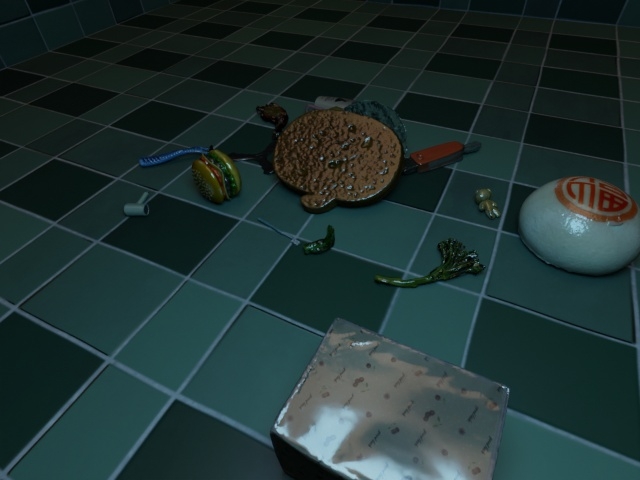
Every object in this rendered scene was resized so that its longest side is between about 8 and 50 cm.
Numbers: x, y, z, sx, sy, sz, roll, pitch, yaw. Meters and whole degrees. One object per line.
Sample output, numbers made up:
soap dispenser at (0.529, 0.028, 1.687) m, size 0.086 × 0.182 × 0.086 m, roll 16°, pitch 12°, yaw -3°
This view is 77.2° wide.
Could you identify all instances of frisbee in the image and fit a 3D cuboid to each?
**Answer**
frisbee at (-0.208, -0.305, 1.415) m, size 0.211 × 0.012 × 0.187 m, roll 19°, pitch 48°, yaw 22°

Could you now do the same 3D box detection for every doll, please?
doll at (0.480, -0.107, 1.154) m, size 0.062 × 0.051 × 0.093 m, roll -12°, pitch 46°, yaw -19°

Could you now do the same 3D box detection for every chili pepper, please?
chili pepper at (0.007, 0.003, 1.076) m, size 0.055 × 0.035 × 0.118 m, roll 41°, pitch 61°, yaw 16°

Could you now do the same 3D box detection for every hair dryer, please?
hair dryer at (-0.546, -0.118, 1.230) m, size 0.063 × 0.037 × 0.124 m, roll 1°, pitch 37°, yaw 2°

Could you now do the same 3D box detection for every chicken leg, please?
chicken leg at (-0.176, -0.468, 1.554) m, size 0.106 × 0.051 × 0.253 m, roll -19°, pitch 47°, yaw -8°

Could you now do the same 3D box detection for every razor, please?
razor at (-0.500, -0.296, 1.400) m, size 0.253 × 0.042 × 0.082 m, roll -13°, pitch 47°, yaw -9°

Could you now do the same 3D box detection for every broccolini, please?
broccolini at (0.261, 0.054, 1.005) m, size 0.272 × 0.062 × 0.123 m, roll -10°, pitch 35°, yaw -4°

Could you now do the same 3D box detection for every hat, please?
hat at (0.161, -0.318, 1.320) m, size 0.266 × 0.265 × 0.128 m, roll 10°, pitch 9°, yaw 13°

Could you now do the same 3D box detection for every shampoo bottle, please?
shampoo bottle at (0.105, -0.502, 1.554) m, size 0.257 × 0.078 × 0.127 m, roll 18°, pitch 44°, yaw 17°

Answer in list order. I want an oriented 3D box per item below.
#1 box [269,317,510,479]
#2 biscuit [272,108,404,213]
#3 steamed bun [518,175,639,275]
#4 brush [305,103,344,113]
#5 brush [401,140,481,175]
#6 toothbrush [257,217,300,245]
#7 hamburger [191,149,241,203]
box at (0.109, 0.312, 0.649) m, size 0.297 × 0.190 × 0.225 m, roll 18°, pitch 48°, yaw 22°
biscuit at (0.044, -0.234, 1.219) m, size 0.395 × 0.070 × 0.350 m, roll 24°, pitch 79°, yaw 17°
steamed bun at (0.657, -0.056, 1.003) m, size 0.283 × 0.177 × 0.283 m, roll -1°, pitch 44°, yaw 1°
brush at (0.031, -0.455, 1.494) m, size 0.233 × 0.103 × 0.047 m, roll 32°, pitch 51°, yaw 31°
brush at (0.401, -0.285, 1.338) m, size 0.324 × 0.051 × 0.070 m, roll -19°, pitch 44°, yaw -16°
toothbrush at (-0.121, -0.026, 1.128) m, size 0.167 × 0.011 × 0.014 m, roll 30°, pitch 59°, yaw 29°
hamburger at (-0.311, -0.191, 1.203) m, size 0.115 × 0.162 × 0.162 m, roll -37°, pitch 54°, yaw -27°
